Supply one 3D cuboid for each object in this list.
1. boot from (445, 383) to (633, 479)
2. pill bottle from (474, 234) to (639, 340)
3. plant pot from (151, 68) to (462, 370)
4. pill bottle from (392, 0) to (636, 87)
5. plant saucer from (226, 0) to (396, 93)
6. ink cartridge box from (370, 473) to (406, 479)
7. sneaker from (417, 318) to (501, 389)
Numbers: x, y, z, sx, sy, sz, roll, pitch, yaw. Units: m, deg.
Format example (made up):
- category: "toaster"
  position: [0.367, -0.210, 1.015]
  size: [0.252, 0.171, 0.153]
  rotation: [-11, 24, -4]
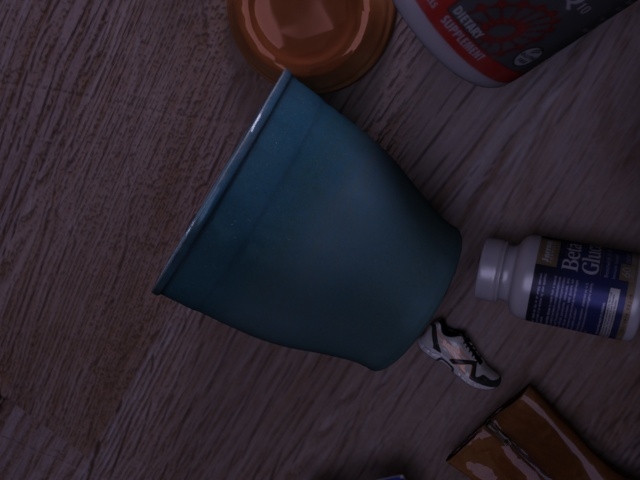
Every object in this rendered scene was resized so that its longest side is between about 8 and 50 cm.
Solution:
- category: "boot"
  position: [0.265, 0.348, 0.991]
  size: [0.280, 0.096, 0.264]
  rotation: [38, 115, 5]
- category: "pill bottle"
  position: [0.256, 0.045, 0.899]
  size: [0.169, 0.094, 0.094]
  rotation: [11, 110, 15]
- category: "plant pot"
  position: [0.000, 0.000, 0.895]
  size: [0.255, 0.271, 0.271]
  rotation: [31, 115, -8]
- category: "pill bottle"
  position: [0.236, -0.306, 0.702]
  size: [0.363, 0.210, 0.210]
  rotation: [-32, 94, 35]
- category: "plant saucer"
  position: [-0.016, -0.261, 0.928]
  size: [0.200, 0.037, 0.200]
  rotation: [5, 108, 17]
- category: "ink cartridge box"
  position: [0.102, 0.447, 1.096]
  size: [0.165, 0.065, 0.332]
  rotation: [-17, 102, 23]
- category: "sneaker"
  position: [0.168, 0.135, 0.987]
  size: [0.109, 0.040, 0.044]
  rotation: [34, 112, 6]
